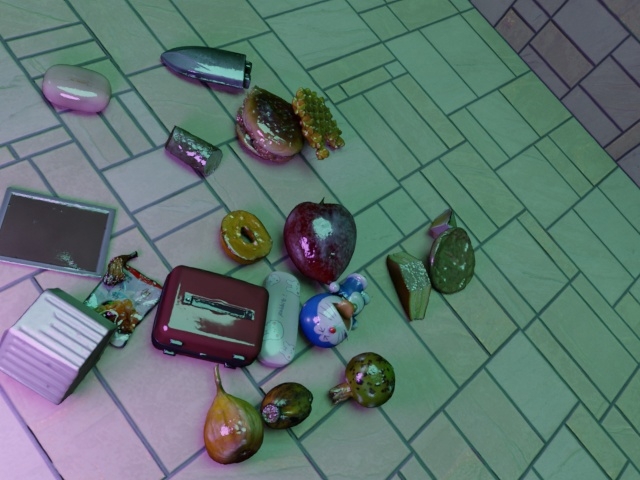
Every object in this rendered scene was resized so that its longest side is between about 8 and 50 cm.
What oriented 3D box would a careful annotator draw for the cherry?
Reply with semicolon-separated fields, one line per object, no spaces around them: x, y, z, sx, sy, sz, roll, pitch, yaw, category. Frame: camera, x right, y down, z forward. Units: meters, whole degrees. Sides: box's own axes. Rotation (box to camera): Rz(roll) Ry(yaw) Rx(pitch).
0.000;0.000;1.954;0.230;0.203;0.300;4;68;-32;cherry

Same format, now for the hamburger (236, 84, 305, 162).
-0.168;-0.400;2.152;0.243;0.146;0.286;-17;69;-40;hamburger

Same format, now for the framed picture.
-0.735;-0.019;1.715;0.296;0.019;0.232;13;56;-19;framed picture

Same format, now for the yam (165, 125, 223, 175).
-0.411;-0.289;1.988;0.183;0.107;0.107;30;53;-4;yam

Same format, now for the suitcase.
-0.298;0.210;1.705;0.297;0.161;0.236;16;58;-17;suitcase

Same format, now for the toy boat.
-0.402;-0.617;2.195;0.319;0.092;0.141;9;59;-13;toy boat

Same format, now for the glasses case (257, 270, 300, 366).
-0.124;0.228;1.836;0.113;0.075;0.297;14;56;-17;glasses case

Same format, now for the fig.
-0.241;0.441;1.612;0.159;0.159;0.257;-4;57;-28;fig

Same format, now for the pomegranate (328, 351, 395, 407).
0.123;0.413;1.811;0.205;0.159;0.159;-23;72;-8;pomegranate

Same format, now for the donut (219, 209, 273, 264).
-0.238;-0.005;1.927;0.162;0.065;0.178;-14;68;-37;donut

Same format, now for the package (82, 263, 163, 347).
-0.543;0.171;1.685;0.166;0.040;0.232;35;51;-4;package

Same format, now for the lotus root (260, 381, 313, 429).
-0.090;0.447;1.693;0.209;0.120;0.120;-2;59;-59;lotus root

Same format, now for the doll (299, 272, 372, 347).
0.056;0.215;1.877;0.257;0.161;0.215;-40;124;-32;doll

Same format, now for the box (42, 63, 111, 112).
-0.754;-0.472;1.929;0.200;0.088;0.146;9;59;-21;box

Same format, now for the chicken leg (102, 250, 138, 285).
-0.554;0.072;1.718;0.062;0.037;0.145;34;41;-18;chicken leg

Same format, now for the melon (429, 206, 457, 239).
0.464;-0.043;2.298;0.140;0.093;0.202;66;21;-12;melon

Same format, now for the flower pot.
-0.629;0.248;1.490;0.189;0.209;0.239;33;51;-6;flower pot

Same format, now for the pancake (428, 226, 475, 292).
0.466;0.072;2.203;0.241;0.050;0.242;-3;95;-34;pancake

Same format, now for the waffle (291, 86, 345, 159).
-0.017;-0.417;2.192;0.260;0.069;0.293;63;22;-6;waffle

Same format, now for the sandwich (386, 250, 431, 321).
0.301;0.138;2.094;0.094;0.096;0.258;-7;63;-24;sandwich
